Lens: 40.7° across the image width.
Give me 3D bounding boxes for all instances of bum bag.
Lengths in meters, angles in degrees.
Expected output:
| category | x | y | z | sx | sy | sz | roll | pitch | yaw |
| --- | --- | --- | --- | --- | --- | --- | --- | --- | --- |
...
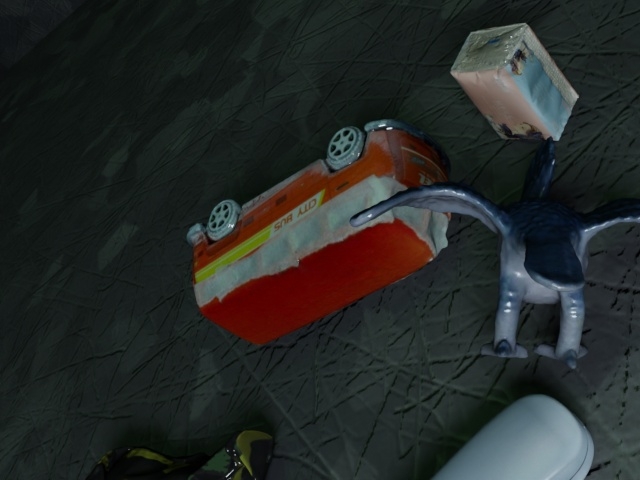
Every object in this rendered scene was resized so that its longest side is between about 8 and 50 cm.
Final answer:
| category | x | y | z | sx | sy | sz | roll | pitch | yaw |
| --- | --- | --- | --- | --- | --- | --- | --- | --- | --- |
| bum bag | -0.138 | 0.223 | 0.771 | 0.232 | 0.060 | 0.107 | -17 | 34 | 39 |

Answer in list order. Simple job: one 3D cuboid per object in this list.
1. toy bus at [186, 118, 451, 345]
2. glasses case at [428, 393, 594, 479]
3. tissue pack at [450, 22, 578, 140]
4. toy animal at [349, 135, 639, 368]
| category | x | y | z | sx | sy | sz | roll | pitch | yaw |
| --- | --- | --- | --- | --- | --- | --- | --- | --- | --- |
| toy bus | 0.000 | 0.000 | 0.799 | 0.265 | 0.121 | 0.120 | -28 | 45 | 30 |
| glasses case | 0.096 | 0.172 | 0.543 | 0.178 | 0.045 | 0.067 | -47 | 31 | 3 |
| tissue pack | 0.167 | -0.136 | 0.747 | 0.074 | 0.094 | 0.059 | 7 | 61 | 53 |
| toy animal | 0.142 | -0.005 | 0.581 | 0.255 | 0.239 | 0.177 | 60 | -145 | -81 |
